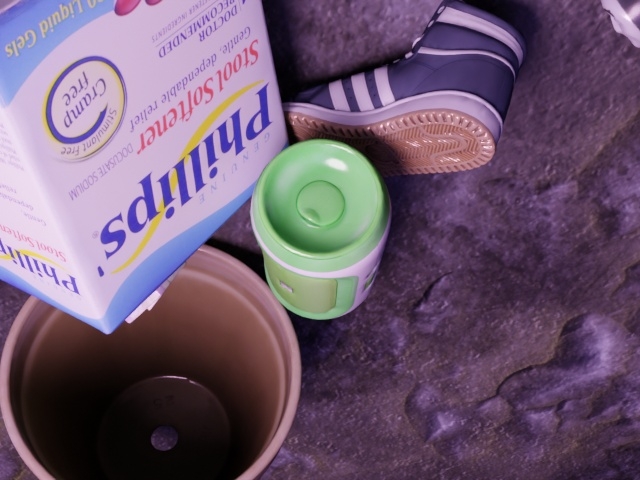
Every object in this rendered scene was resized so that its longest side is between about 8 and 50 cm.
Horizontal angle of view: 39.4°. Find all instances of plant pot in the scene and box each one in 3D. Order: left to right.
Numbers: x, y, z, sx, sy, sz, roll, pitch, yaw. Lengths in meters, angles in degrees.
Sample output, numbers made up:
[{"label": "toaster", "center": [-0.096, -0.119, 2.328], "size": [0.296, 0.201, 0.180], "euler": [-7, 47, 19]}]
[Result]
[{"label": "plant pot", "center": [-0.191, 0.201, 1.076], "size": [0.323, 0.323, 0.280], "euler": [4, 150, -4]}]

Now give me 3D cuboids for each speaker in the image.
[{"label": "speaker", "center": [0.000, 0.000, 0.890], "size": [0.131, 0.131, 0.296], "euler": [0, 166, 0]}]

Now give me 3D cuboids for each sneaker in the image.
[{"label": "sneaker", "center": [0.067, -0.145, 0.866], "size": [0.282, 0.153, 0.099], "euler": [3, 147, 41]}]

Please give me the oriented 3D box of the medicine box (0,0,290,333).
[{"label": "medicine box", "center": [-0.175, -0.123, 0.736], "size": [0.149, 0.263, 0.289], "euler": [21, 142, 30]}]

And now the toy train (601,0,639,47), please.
[{"label": "toy train", "center": [0.398, -0.249, 0.733], "size": [0.190, 0.142, 0.334], "euler": [42, 124, -19]}]

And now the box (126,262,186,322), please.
[{"label": "box", "center": [-0.276, -0.055, 0.878], "size": [0.324, 0.067, 0.063], "euler": [45, 123, -10]}]
